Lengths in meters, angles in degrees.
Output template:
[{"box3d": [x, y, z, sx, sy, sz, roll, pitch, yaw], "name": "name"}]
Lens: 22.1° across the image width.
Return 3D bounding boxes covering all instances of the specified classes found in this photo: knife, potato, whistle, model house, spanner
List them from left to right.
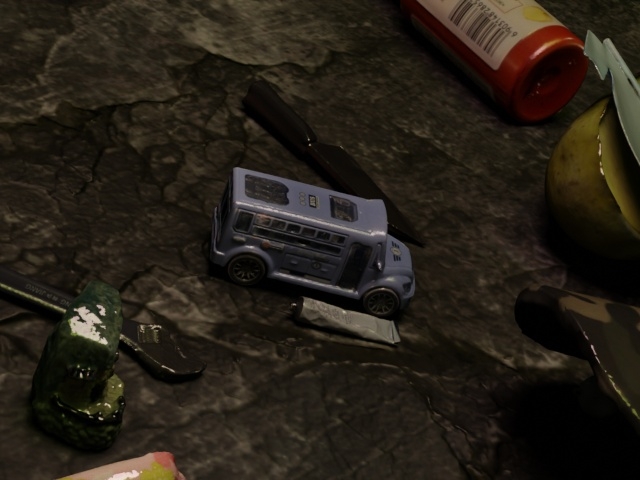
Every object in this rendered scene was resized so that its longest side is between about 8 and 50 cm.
[{"box3d": [-0.178, 0.052, 1.168, 0.208, 0.012, 0.046, 23, 33, 3], "name": "spanner"}, {"box3d": [-0.151, 0.080, 1.075, 0.066, 0.083, 0.079, 18, 31, -8], "name": "model house"}, {"box3d": [0.017, -0.068, 1.458, 0.060, 0.028, 0.230, 0, 38, -51], "name": "knife"}, {"box3d": [0.275, -0.060, 1.509, 0.271, 0.111, 0.160, -37, 103, -55], "name": "potato"}, {"box3d": [0.243, 0.127, 1.284, 0.100, 0.035, 0.035, 13, 33, -16], "name": "whistle"}]

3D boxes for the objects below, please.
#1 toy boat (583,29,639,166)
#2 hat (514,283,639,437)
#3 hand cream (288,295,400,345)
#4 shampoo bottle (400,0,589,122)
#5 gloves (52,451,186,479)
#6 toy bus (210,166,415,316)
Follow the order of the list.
[{"box3d": [0.316, -0.062, 1.420, 0.291, 0.067, 0.220, 59, 35, -7], "name": "toy boat"}, {"box3d": [0.356, 0.066, 1.193, 0.381, 0.257, 0.366, 33, 3, -24], "name": "hat"}, {"box3d": [0.018, 0.062, 1.270, 0.093, 0.019, 0.030, 18, 30, -19], "name": "hand cream"}, {"box3d": [0.156, -0.240, 1.716, 0.104, 0.104, 0.278, -8, 42, -38], "name": "shampoo bottle"}, {"box3d": [-0.119, 0.197, 0.891, 0.241, 0.126, 0.145, 2, 13, -24], "name": "gloves"}, {"box3d": [0.000, 0.000, 1.291, 0.167, 0.076, 0.073, 13, 33, -13], "name": "toy bus"}]
